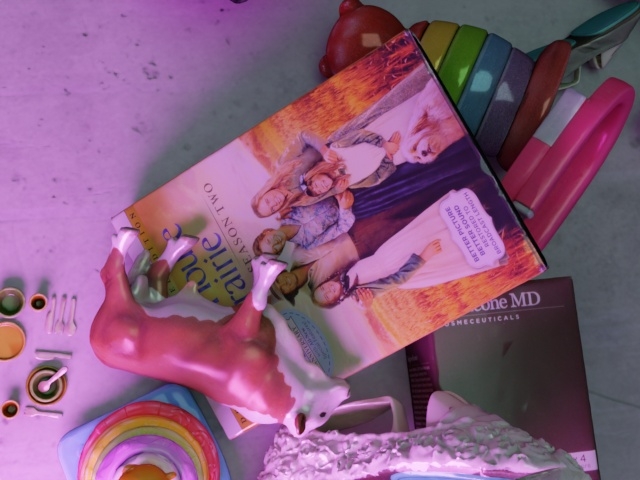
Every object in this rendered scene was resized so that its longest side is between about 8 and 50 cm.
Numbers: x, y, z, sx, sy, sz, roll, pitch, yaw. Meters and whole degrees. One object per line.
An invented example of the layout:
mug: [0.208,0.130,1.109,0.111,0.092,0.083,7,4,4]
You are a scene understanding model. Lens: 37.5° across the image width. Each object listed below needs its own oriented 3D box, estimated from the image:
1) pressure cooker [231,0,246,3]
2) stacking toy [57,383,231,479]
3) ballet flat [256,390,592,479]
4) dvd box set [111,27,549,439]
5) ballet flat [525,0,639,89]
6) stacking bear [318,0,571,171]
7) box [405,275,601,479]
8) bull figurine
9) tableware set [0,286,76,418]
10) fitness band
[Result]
pressure cooker: [-0.104,-0.486,1.080,0.420,0.375,0.370,36,74,-2]
stacking toy: [-0.181,0.251,0.985,0.175,0.302,0.166,-25,86,-13]
ballet flat: [0.093,0.228,1.026,0.147,0.408,0.147,22,62,-50]
dvd box set: [0.000,0.000,1.083,0.420,0.062,0.308,-30,85,15]
ballet flat: [0.354,-0.255,1.288,0.213,0.072,0.068,-28,114,-12]
stacking bear: [0.144,-0.208,1.190,0.289,0.164,0.175,23,119,6]
box: [0.222,0.243,1.142,0.191,0.143,0.382,-5,80,-9]
bull figurine: [-0.113,0.099,1.036,0.310,0.101,0.189,12,95,13]
tableware set: [-0.348,0.134,1.118,0.104,0.024,0.154,7,80,-8]
fitness band: [0.289,-0.075,1.163,0.054,0.209,0.291,35,86,24]
